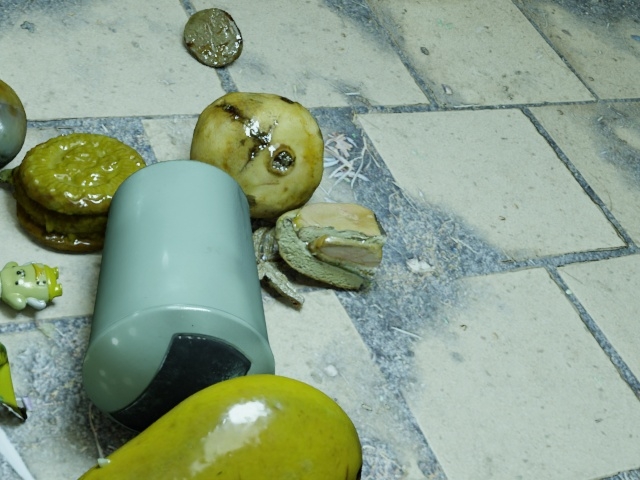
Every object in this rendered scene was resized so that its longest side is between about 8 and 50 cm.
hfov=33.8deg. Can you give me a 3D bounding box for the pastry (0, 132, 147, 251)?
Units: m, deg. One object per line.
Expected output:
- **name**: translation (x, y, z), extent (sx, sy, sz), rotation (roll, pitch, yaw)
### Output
- **pastry**: translation (-0.422, -0.101, 1.870), extent (0.240, 0.132, 0.235), rotation (-15, 54, -35)

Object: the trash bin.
- **trash bin**: translation (-0.220, 0.098, 1.644), extent (0.280, 0.280, 0.432), rotation (8, 40, -15)

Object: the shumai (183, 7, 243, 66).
- **shumai**: translation (-0.230, -0.446, 2.362), extent (0.123, 0.105, 0.139), rotation (-46, 54, -1)

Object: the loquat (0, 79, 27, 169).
- **loquat**: translation (-0.618, -0.214, 1.876), extent (0.179, 0.179, 0.227), rotation (-22, 53, -38)

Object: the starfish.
- **starfish**: translation (-0.111, 0.032, 1.920), extent (0.240, 0.043, 0.227), rotation (43, 32, 7)

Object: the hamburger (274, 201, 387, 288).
- **hamburger**: translation (0.000, 0.000, 1.941), extent (0.207, 0.135, 0.155), rotation (4, 30, -24)

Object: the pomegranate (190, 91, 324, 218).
- **pomegranate**: translation (-0.117, -0.161, 1.989), extent (0.260, 0.260, 0.260), rotation (12, 42, -11)

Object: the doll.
- **doll**: translation (-0.504, 0.072, 1.706), extent (0.162, 0.062, 0.106), rotation (-3, 43, -24)

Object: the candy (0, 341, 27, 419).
- **candy**: translation (-0.500, 0.142, 1.468), extent (0.187, 0.297, 0.081), rotation (37, 62, 16)

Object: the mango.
- **mango**: translation (-0.147, 0.340, 1.400), extent (0.445, 0.301, 0.220), rotation (-12, 24, -33)
